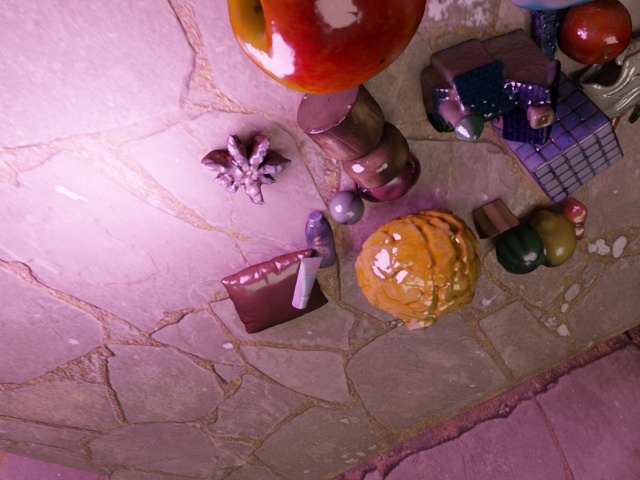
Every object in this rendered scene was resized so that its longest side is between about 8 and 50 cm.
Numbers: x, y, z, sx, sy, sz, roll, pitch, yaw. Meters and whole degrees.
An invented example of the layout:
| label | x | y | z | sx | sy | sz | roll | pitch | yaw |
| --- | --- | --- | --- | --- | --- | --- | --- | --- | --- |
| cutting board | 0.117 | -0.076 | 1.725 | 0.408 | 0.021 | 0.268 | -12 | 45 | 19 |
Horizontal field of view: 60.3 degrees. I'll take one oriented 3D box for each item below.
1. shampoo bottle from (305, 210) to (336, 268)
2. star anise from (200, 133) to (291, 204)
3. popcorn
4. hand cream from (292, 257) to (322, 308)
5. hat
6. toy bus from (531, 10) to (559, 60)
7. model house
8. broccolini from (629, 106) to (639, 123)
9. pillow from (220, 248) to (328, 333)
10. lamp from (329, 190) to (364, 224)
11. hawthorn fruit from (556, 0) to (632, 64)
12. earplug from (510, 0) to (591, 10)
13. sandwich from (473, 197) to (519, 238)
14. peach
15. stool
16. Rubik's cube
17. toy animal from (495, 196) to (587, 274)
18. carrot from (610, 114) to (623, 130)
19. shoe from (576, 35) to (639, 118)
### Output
| label | x | y | z | sx | sy | sz | roll | pitch | yaw |
| --- | --- | --- | --- | --- | --- | --- | --- | --- | --- |
| shampoo bottle | 0.000 | 0.000 | 1.737 | 0.087 | 0.049 | 0.234 | -14 | 140 | -3 |
| star anise | -0.186 | -0.187 | 1.416 | 0.229 | 0.093 | 0.236 | -13 | 137 | -9 |
| popcorn | 0.306 | 0.084 | 1.740 | 0.354 | 0.344 | 0.390 | 7 | 138 | -38 |
| hand cream | -0.046 | 0.131 | 1.733 | 0.076 | 0.047 | 0.174 | -1 | 118 | -34 |
| hat | 0.202 | -0.174 | 1.605 | 0.205 | 0.089 | 0.205 | -12 | 139 | -10 |
| toy bus | 0.568 | -0.522 | 1.403 | 0.047 | 0.065 | 0.166 | -25 | 142 | 4 |
| model house | 0.442 | -0.348 | 1.384 | 0.298 | 0.284 | 0.243 | -21 | 135 | -1 |
| broccolini | 1.021 | -0.450 | 1.714 | 0.074 | 0.058 | 0.201 | 7 | 149 | -11 |
| pillow | -0.142 | 0.167 | 1.812 | 0.305 | 0.108 | 0.308 | -21 | 138 | -5 |
| lamp | 0.078 | -0.096 | 1.625 | 0.105 | 0.105 | 0.105 | -12 | 139 | -11 |
| hawthorn fruit | 0.688 | -0.522 | 1.374 | 0.173 | 0.173 | 0.173 | -12 | 139 | -11 |
| earplug | 0.580 | -0.614 | 1.240 | 0.324 | 0.185 | 0.185 | -15 | 140 | 1 |
| sandwich | 0.614 | -0.032 | 1.904 | 0.117 | 0.144 | 0.187 | -25 | 139 | 8 |
| peach | 0.021 | -0.463 | 1.016 | 0.388 | 0.388 | 0.388 | -12 | 139 | -11 |
| stool | 0.086 | -0.271 | 1.379 | 0.179 | 0.179 | 0.264 | -35 | 138 | 15 |
| Rubik's cube | 0.672 | -0.290 | 1.561 | 0.237 | 0.237 | 0.238 | -39 | 143 | 19 |
| toy animal | 0.806 | 0.008 | 1.993 | 0.338 | 0.191 | 0.216 | -25 | 140 | 4 |
| carrot | 0.908 | -0.374 | 1.727 | 0.059 | 0.059 | 0.248 | -3 | 134 | -21 |
| shoe | 0.866 | -0.497 | 1.511 | 0.210 | 0.132 | 0.342 | 17 | 130 | -40 |
